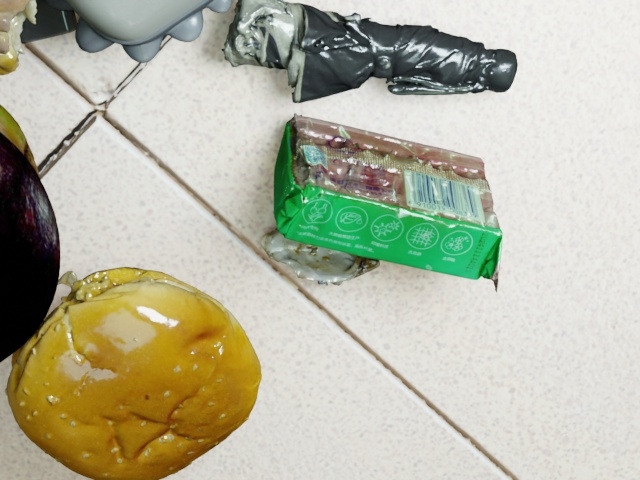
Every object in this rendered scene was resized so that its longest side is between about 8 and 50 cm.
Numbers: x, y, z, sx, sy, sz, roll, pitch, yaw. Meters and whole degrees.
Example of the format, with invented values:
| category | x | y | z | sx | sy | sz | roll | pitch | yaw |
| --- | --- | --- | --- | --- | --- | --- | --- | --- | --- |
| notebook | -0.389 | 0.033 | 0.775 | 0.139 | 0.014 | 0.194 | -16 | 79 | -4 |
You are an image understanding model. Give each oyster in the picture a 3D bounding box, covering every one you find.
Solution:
| category | x | y | z | sx | sy | sz | roll | pitch | yaw |
| --- | --- | --- | --- | --- | --- | --- | --- | --- | --- |
| oyster | 0.005 | 0.007 | 1.414 | 0.148 | 0.051 | 0.103 | 32 | 109 | 2 |

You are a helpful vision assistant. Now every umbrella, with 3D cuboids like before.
| category | x | y | z | sx | sy | sz | roll | pitch | yaw |
| --- | --- | --- | --- | --- | --- | --- | --- | --- | --- |
| umbrella | 0.063 | -0.220 | 1.301 | 0.357 | 0.106 | 0.113 | 9 | 153 | -9 |

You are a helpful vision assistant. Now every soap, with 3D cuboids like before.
| category | x | y | z | sx | sy | sz | roll | pitch | yaw |
| --- | --- | --- | --- | --- | --- | --- | --- | --- | --- |
| soap | 0.083 | -0.051 | 1.323 | 0.273 | 0.218 | 0.098 | 11 | 125 | -12 |

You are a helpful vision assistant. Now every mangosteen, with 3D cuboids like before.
| category | x | y | z | sx | sy | sz | roll | pitch | yaw |
| --- | --- | --- | --- | --- | --- | --- | --- | --- | --- |
| mangosteen | -0.480 | -0.029 | 1.204 | 0.382 | 0.435 | 0.382 | -6 | 155 | -3 |

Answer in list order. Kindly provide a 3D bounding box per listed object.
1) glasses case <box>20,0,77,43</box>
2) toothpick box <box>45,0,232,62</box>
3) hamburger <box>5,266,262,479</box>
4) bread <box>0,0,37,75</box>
| category | x | y | z | sx | sy | sz | roll | pitch | yaw |
| --- | --- | --- | --- | --- | --- | --- | --- | --- | --- |
| glasses case | -0.341 | -0.331 | 1.276 | 0.072 | 0.042 | 0.191 | -9 | 111 | 8 |
| toothpick box | -0.169 | -0.340 | 1.192 | 0.316 | 0.229 | 0.229 | -33 | 109 | 11 |
| hamburger | -0.233 | 0.165 | 1.360 | 0.290 | 0.170 | 0.314 | -43 | 127 | 14 |
| bread | -0.400 | -0.302 | 1.161 | 0.149 | 0.274 | 0.274 | -18 | 114 | -30 |
